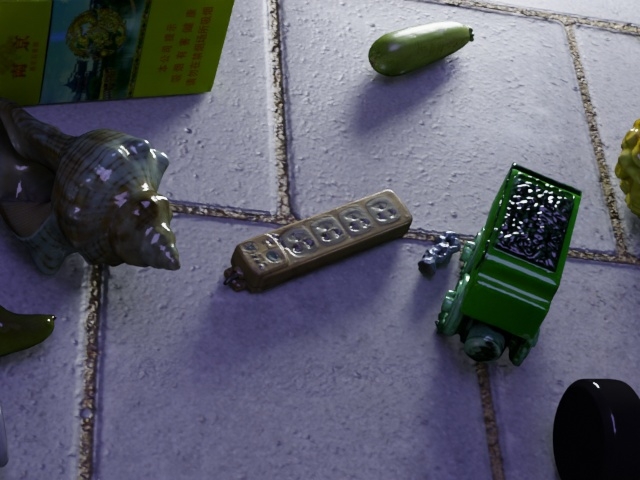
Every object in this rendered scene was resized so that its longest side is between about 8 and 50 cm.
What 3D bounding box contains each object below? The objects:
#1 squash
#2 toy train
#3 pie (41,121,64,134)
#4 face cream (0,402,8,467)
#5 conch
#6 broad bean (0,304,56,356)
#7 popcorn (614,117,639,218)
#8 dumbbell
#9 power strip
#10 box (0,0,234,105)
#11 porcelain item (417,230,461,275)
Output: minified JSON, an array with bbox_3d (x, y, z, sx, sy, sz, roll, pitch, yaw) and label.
[{"bbox_3d":[0.154,-0.292,2.096,0.201,0.066,0.066,-19,61,-34],"label":"squash"},{"bbox_3d":[0.245,0.035,1.780,0.132,0.188,0.243,22,48,2],"label":"toy train"},{"bbox_3d":[-0.368,-0.124,1.807,0.084,0.020,0.084,9,50,-11],"label":"pie"},{"bbox_3d":[-0.383,0.211,1.486,0.095,0.091,0.091,-7,55,-14],"label":"face cream"},{"bbox_3d":[-0.288,-0.051,1.695,0.203,0.169,0.386,-51,41,-8],"label":"conch"},{"bbox_3d":[-0.457,0.108,1.567,0.325,0.067,0.075,-6,25,-21],"label":"broad bean"},{"bbox_3d":[0.534,-0.139,1.998,0.266,0.233,0.192,-38,63,-10],"label":"popcorn"},{"bbox_3d":[0.409,0.243,1.692,0.218,0.152,0.153,2,52,-18],"label":"dumbbell"},{"bbox_3d":[0.000,0.000,1.819,0.305,0.044,0.064,-21,63,-31],"label":"power strip"},{"bbox_3d":[-0.288,-0.264,1.837,0.335,0.187,0.047,-6,52,-23],"label":"box"},{"bbox_3d":[0.161,0.016,1.871,0.036,0.028,0.083,33,48,12],"label":"porcelain item"}]
